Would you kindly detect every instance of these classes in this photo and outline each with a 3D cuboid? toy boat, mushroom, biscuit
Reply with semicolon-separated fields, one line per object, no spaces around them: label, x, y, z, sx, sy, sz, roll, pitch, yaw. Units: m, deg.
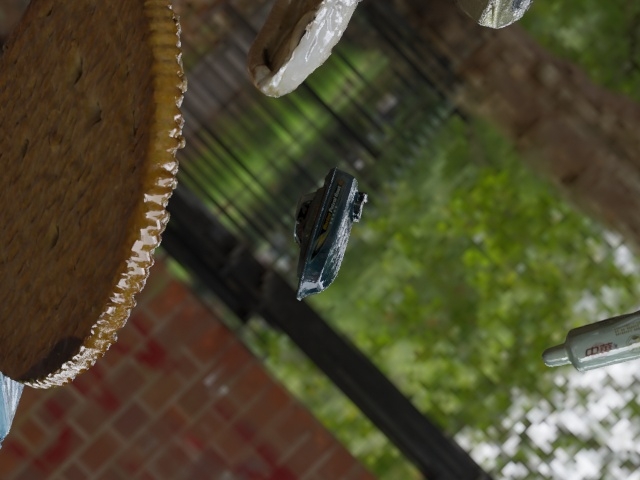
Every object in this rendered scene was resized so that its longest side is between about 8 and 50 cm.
toy boat;0.000;0.000;1.716;0.055;0.060;0.141;93;12;-52
mushroom;-0.023;-0.267;2.247;0.072;0.094;0.209;37;80;-50
biscuit;-0.167;-0.051;1.235;0.305;0.038;0.305;-23;-118;53

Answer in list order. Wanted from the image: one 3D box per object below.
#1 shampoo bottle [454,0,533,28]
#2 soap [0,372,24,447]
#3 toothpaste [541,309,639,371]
shampoo bottle;0.258;-0.382;2.057;0.125;0.084;0.350;-38;167;-35
soap;-0.356;0.093;1.975;0.293;0.077;0.156;-83;174;-59
toothpaste;0.307;0.074;1.604;0.233;0.060;0.038;-16;-176;6
